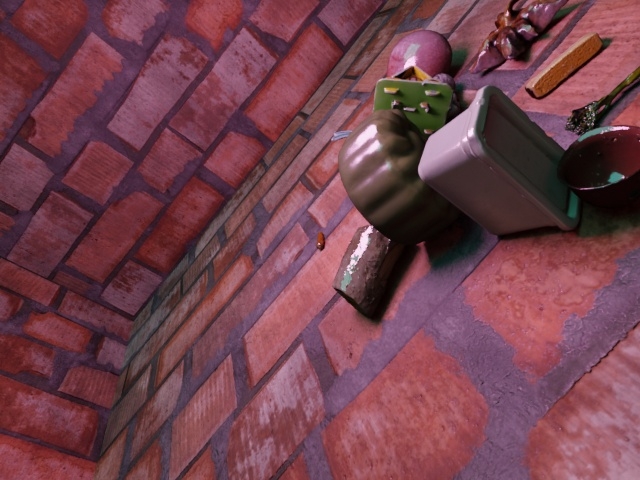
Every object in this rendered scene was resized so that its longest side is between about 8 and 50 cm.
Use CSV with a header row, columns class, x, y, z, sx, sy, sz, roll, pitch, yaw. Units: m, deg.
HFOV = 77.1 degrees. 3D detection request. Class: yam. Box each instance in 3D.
class,x,y,z,sx,sy,sz,roll,pitch,yaw
yam,0.131,0.069,1.113,0.154,0.154,0.254,8,67,61

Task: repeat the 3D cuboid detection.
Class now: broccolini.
class,x,y,z,sx,sy,sz,roll,pitch,yaw
broccolini,0.657,-0.327,0.885,0.254,0.071,0.057,-41,-13,11

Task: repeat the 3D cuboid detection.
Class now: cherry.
class,x,y,z,sx,sy,sz,roll,pitch,yaw
cherry,0.368,-0.656,1.538,0.261,0.221,0.307,-145,72,-70

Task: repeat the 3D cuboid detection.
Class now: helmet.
class,x,y,z,sx,sy,sz,roll,pitch,yaw
helmet,0.534,-0.125,0.742,0.155,0.106,0.175,-32,30,27

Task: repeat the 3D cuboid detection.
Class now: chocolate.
class,x,y,z,sx,sy,sz,roll,pitch,yaw
chocolate,0.414,-0.478,1.363,0.110,0.110,0.248,-31,30,37

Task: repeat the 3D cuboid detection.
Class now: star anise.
class,x,y,z,sx,sy,sz,roll,pitch,yaw
star anise,0.615,-0.681,1.284,0.349,0.109,0.292,-46,32,12

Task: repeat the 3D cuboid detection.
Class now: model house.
class,x,y,z,sx,sy,sz,roll,pitch,yaw
model house,0.208,-0.415,1.256,0.300,0.340,0.323,91,-170,-45

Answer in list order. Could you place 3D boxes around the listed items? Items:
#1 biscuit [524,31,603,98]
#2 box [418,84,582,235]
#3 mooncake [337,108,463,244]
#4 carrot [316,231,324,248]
class,x,y,z,sx,sy,sz,roll,pitch,yaw
biscuit,0.630,-0.455,1.049,0.188,0.052,0.056,-40,13,24
box,0.361,-0.138,0.831,0.182,0.312,0.175,-25,37,56
mooncake,0.217,-0.167,1.038,0.187,0.351,0.351,-34,32,38
carrot,0.000,0.000,1.545,0.032,0.032,0.093,-40,24,25
